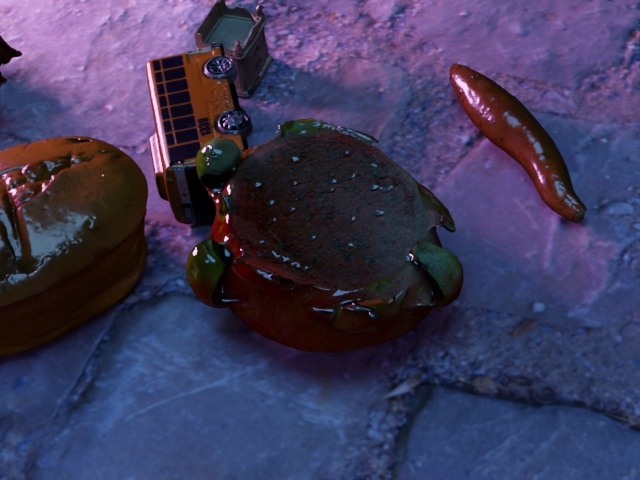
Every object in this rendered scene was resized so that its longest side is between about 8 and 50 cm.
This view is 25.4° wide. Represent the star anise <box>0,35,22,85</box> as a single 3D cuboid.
[{"bbox_3d":[-0.506,-0.219,1.672,0.346,0.148,0.237,23,52,13],"label":"star anise"}]

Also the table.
[{"bbox_3d":[-0.101,-0.227,1.671,0.062,0.083,0.079,12,50,18],"label":"table"}]

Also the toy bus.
[{"bbox_3d":[-0.132,-0.115,1.565,0.114,0.098,0.201,-12,48,-3],"label":"toy bus"}]

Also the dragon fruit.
[{"bbox_3d":[0.000,0.000,1.411,0.295,0.130,0.268,35,59,22],"label":"dragon fruit"}]

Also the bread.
[{"bbox_3d":[-0.300,0.002,1.452,0.269,0.143,0.195,-27,51,-19],"label":"bread"}]

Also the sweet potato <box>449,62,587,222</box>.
[{"bbox_3d":[0.216,-0.116,1.555,0.057,0.057,0.264,-26,52,-16],"label":"sweet potato"}]
